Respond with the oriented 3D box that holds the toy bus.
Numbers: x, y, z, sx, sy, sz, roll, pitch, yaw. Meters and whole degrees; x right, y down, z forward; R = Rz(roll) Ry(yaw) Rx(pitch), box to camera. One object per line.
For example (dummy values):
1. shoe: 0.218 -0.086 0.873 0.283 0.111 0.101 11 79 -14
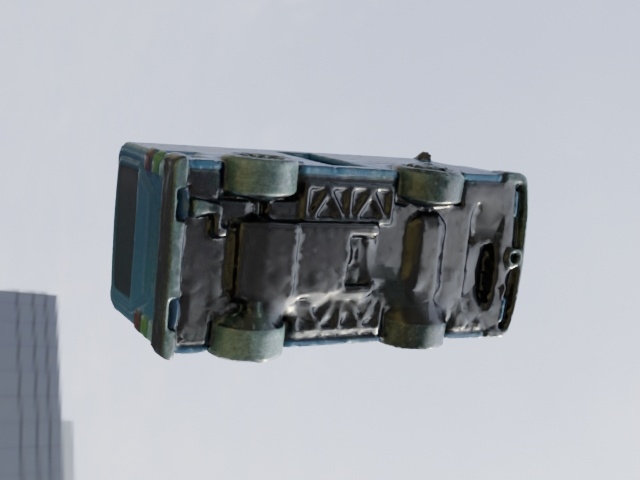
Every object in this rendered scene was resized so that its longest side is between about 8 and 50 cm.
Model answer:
1. toy bus: 0.000 0.000 0.456 0.106 0.185 0.090 19 -74 59
